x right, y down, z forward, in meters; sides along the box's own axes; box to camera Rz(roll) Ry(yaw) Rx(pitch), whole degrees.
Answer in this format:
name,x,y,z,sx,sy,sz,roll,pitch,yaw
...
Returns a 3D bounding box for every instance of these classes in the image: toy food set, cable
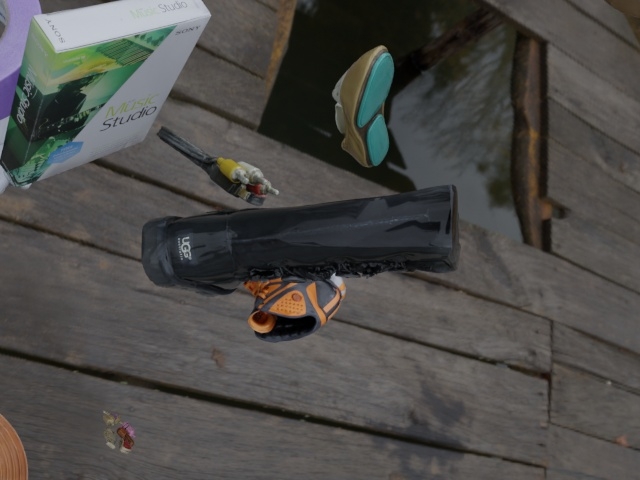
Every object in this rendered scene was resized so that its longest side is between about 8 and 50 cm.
name,x,y,z,sx,sy,sz,roll,pitch,yaw
toy food set,-0.385,0.368,1.160,0.019,0.122,0.078,-46,122,-5
cable,-0.196,-0.154,1.178,0.072,0.287,0.139,-55,149,7

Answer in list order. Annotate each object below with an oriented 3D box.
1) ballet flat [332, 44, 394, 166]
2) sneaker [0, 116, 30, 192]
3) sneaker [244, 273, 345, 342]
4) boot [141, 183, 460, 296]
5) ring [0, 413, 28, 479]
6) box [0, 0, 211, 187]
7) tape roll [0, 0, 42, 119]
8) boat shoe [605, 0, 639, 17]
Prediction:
name,x,y,z,sx,sy,sz,roll,pitch,yaw
ballet flat,0.047,-0.171,0.781,0.073,0.232,0.080,33,72,18
sneaker,-0.671,-0.138,1.008,0.366,0.137,0.210,-28,109,-42
sneaker,-0.123,0.086,1.210,0.321,0.124,0.180,21,44,19
boot,0.000,0.000,0.976,0.367,0.445,0.146,-10,91,-78
ring,-0.613,0.369,0.881,0.337,0.032,0.336,19,37,-15
box,-0.310,-0.208,0.847,0.232,0.322,0.058,-34,86,-40
tape roll,-0.547,-0.300,0.873,0.275,0.090,0.274,6,67,-14
boat shoe,0.177,-0.310,0.348,0.123,0.123,0.341,-16,85,-8
